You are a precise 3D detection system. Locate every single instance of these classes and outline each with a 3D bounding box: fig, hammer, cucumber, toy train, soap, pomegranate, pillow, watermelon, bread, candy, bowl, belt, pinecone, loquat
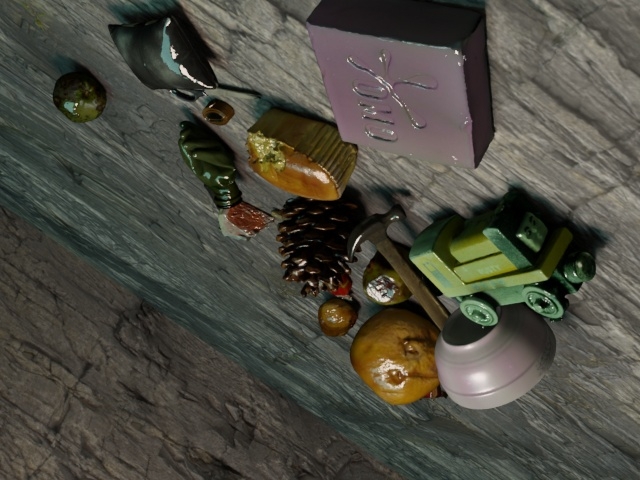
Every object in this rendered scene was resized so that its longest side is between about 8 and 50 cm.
[{"bbox_3d":[0.187,0.086,1.898,0.144,0.154,0.166,-17,159,41],"label":"fig"},{"bbox_3d":[-0.295,-0.087,2.247,0.103,0.029,0.246,14,148,33],"label":"hammer"},{"bbox_3d":[0.278,0.068,1.833,0.058,0.052,0.214,-1,147,6],"label":"cucumber"},{"bbox_3d":[0.372,0.045,1.569,0.253,0.160,0.397,45,154,-12],"label":"toy train"},{"bbox_3d":[0.147,-0.273,1.297,0.286,0.107,0.296,16,152,28],"label":"soap"},{"bbox_3d":[-0.639,-0.391,2.006,0.138,0.163,0.125,30,120,-33],"label":"pomegranate"},{"bbox_3d":[-0.347,-0.399,1.633,0.250,0.106,0.186,8,142,44],"label":"pillow"},{"bbox_3d":[-0.219,-0.049,2.151,0.158,0.097,0.121,28,156,0],"label":"watermelon"},{"bbox_3d":[0.046,0.258,2.391,0.124,0.084,0.344,22,164,4],"label":"bread"},{"bbox_3d":[0.029,0.094,2.162,0.086,0.059,0.292,12,149,35],"label":"candy"},{"bbox_3d":[-0.046,-0.183,1.657,0.250,0.133,0.179,26,159,16],"label":"bread"},{"bbox_3d":[0.385,0.237,1.755,0.287,0.287,0.143,-3,129,52],"label":"bowl"},{"bbox_3d":[-0.244,-0.301,1.778,0.083,0.036,0.059,6,144,42],"label":"belt"},{"bbox_3d":[0.220,0.094,1.783,0.168,0.044,0.440,-30,126,16],"label":"hammer"},{"bbox_3d":[0.000,0.000,1.813,0.224,0.272,0.224,2,165,0],"label":"pinecone"},{"bbox_3d":[0.226,0.324,2.137,0.276,0.276,0.284,28,173,10],"label":"loquat"}]

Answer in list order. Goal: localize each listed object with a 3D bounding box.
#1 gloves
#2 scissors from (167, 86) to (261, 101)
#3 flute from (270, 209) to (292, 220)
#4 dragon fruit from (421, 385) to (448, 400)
[{"bbox_3d":[-0.282,-0.198,1.927,0.135,0.107,0.268,0,138,32],"label":"gloves"},{"bbox_3d":[-0.253,-0.346,1.724,0.300,0.022,0.109,14,154,32],"label":"scissors"},{"bbox_3d":[-0.033,-0.035,2.035,0.233,0.027,0.027,24,154,19],"label":"flute"},{"bbox_3d":[0.283,0.422,2.407,0.224,0.148,0.218,1,173,34],"label":"dragon fruit"}]
